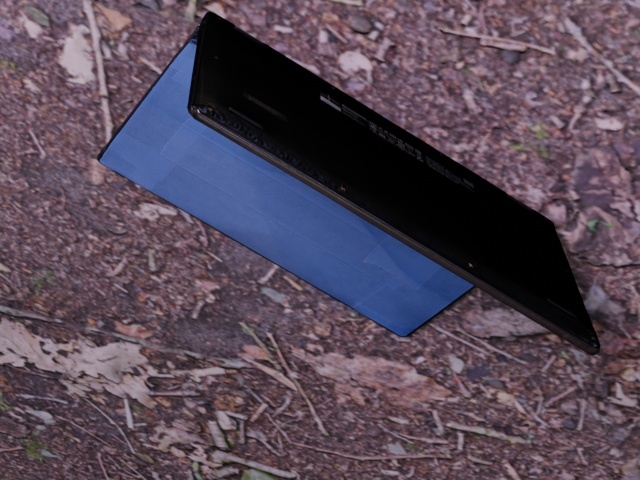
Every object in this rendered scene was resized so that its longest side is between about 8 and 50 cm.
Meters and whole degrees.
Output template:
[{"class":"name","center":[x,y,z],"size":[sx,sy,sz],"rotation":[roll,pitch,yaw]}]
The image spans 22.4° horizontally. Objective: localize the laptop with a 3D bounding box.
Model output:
[{"class":"laptop","center":[0.000,0.000,1.452],"size":[0.382,0.408,0.236],"rotation":[30,109,-13]}]
